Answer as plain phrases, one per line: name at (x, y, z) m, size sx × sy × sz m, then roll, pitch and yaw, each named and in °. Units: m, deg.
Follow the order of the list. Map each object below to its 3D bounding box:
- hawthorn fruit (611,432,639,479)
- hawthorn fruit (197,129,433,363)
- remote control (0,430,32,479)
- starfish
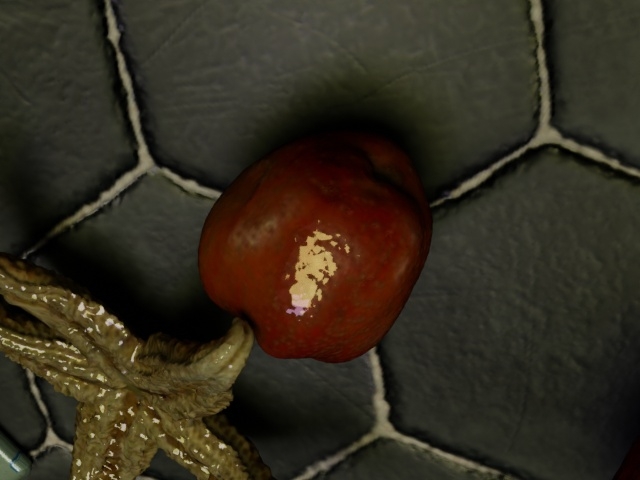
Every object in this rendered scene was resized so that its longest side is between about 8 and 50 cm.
hawthorn fruit at (0.253, 0.198, 0.695) m, size 0.266 × 0.210 × 0.230 m, roll -26°, pitch 133°, yaw -17°
hawthorn fruit at (0.000, 0.000, 0.688) m, size 0.132 × 0.133 × 0.138 m, roll 31°, pitch 115°, yaw -8°
remote control at (-0.272, 0.141, 0.873) m, size 0.053 × 0.018 × 0.124 m, roll -34°, pitch 108°, yaw 25°
starfish at (-0.137, 0.113, 0.787) m, size 0.375 × 0.094 × 0.327 m, roll 27°, pitch 134°, yaw 10°
